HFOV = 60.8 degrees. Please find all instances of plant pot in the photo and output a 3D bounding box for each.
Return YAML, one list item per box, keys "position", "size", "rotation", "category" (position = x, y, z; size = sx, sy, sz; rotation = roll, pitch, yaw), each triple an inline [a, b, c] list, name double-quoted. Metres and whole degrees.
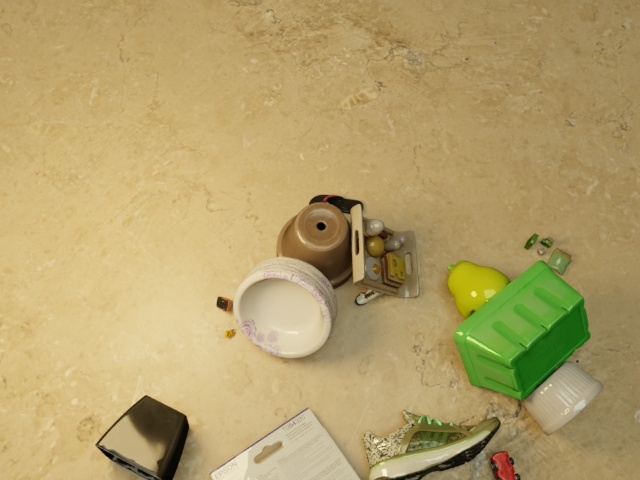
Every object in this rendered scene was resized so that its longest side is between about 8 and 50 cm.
- position: [-0.446, 0.521, 1.435]
  size: [0.188, 0.187, 0.167]
  rotation: [24, 57, 6]
  category: "plant pot"
- position: [0.000, 0.000, 1.618]
  size: [0.262, 0.229, 0.263]
  rotation: [1, 70, -4]
  category: "plant pot"

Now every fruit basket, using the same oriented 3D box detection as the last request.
- position: [0.524, 0.219, 1.588]
  size: [0.391, 0.283, 0.392]
  rotation: [-19, 32, 12]
  category: "fruit basket"

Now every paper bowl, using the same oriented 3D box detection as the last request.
- position: [-0.091, 0.178, 1.543]
  size: [0.284, 0.284, 0.148]
  rotation: [19, 28, 4]
  category: "paper bowl"

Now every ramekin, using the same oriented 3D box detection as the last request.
- position: [0.662, 0.428, 1.509]
  size: [0.207, 0.207, 0.109]
  rotation: [-36, 67, -15]
  category: "ramekin"

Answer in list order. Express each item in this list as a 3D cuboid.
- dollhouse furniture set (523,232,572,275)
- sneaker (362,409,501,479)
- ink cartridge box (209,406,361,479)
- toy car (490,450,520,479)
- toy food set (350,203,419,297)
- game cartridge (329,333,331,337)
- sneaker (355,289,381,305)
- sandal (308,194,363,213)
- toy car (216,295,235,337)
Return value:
- position: [0.730, 0.036, 1.730]
  size: [0.151, 0.059, 0.076]
  rotation: [33, 72, 9]
  category: "dollhouse furniture set"
- position: [0.296, 0.531, 1.491]
  size: [0.410, 0.158, 0.182]
  rotation: [-15, 53, -13]
  category: "sneaker"
- position: [-0.069, 0.660, 1.418]
  size: [0.324, 0.071, 0.330]
  rotation: [-28, 54, -19]
  category: "ink cartridge box"
- position: [0.509, 0.725, 1.466]
  size: [0.239, 0.053, 0.225]
  rotation: [40, 73, 12]
  category: "toy car"
- position: [0.197, 0.037, 1.605]
  size: [0.092, 0.306, 0.220]
  rotation: [-17, 66, 37]
  category: "toy food set"
- position: [-0.003, 0.259, 1.633]
  size: [0.055, 0.017, 0.083]
  rotation: [-24, 73, -8]
  category: "game cartridge"
- position: [0.153, 0.162, 1.663]
  size: [0.109, 0.044, 0.040]
  rotation: [-29, 76, -11]
  category: "sneaker"
- position: [0.051, -0.120, 1.763]
  size: [0.179, 0.040, 0.067]
  rotation: [4, 69, -1]
  category: "sandal"
- position: [-0.281, 0.227, 1.630]
  size: [0.040, 0.060, 0.122]
  rotation: [3, 84, -48]
  category: "toy car"
